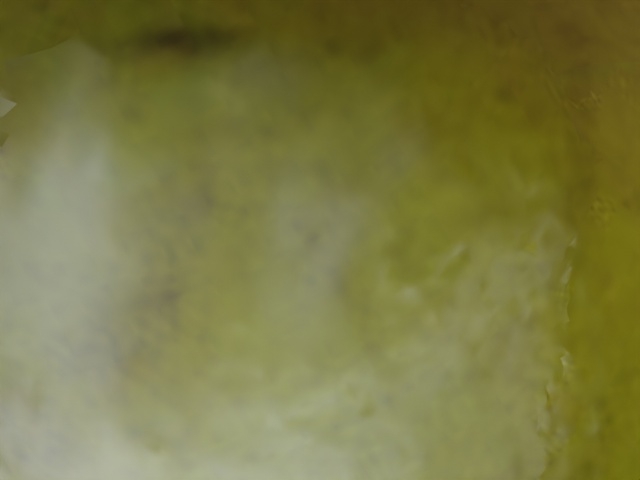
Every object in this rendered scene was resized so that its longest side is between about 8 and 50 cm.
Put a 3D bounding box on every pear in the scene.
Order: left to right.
[{"bbox_3d":[0.000,0.000,0.640,0.352,0.352,0.413,-21,73,45],"label":"pear"}]
